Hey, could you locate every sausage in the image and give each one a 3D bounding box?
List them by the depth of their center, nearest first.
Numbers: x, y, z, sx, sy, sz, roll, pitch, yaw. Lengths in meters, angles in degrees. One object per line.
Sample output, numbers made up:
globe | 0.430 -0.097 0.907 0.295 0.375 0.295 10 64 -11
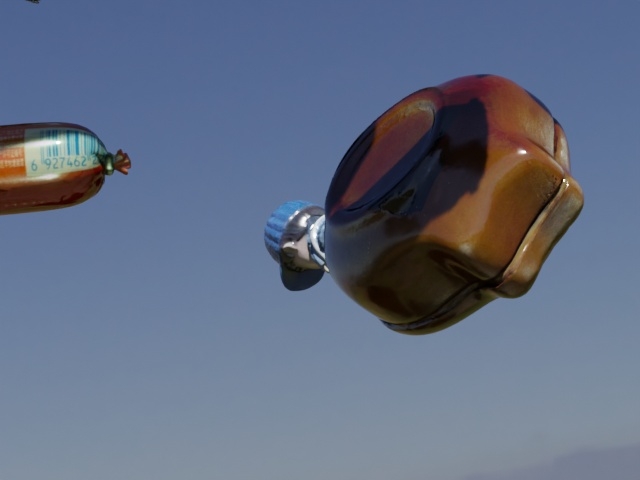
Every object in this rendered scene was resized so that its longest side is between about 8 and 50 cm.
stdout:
sausage | -0.277 -0.049 1.469 0.264 0.083 0.083 -5 -11 -2

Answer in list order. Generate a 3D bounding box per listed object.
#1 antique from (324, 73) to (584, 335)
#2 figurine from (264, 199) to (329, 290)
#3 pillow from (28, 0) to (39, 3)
antique | 0.100 -0.034 1.569 0.129 0.223 0.278 37 -2 -20
figurine | 0.000 0.000 1.920 0.086 0.087 0.149 -48 18 -25
pillow | -0.313 -0.290 1.769 0.181 0.078 0.134 8 -45 -35
